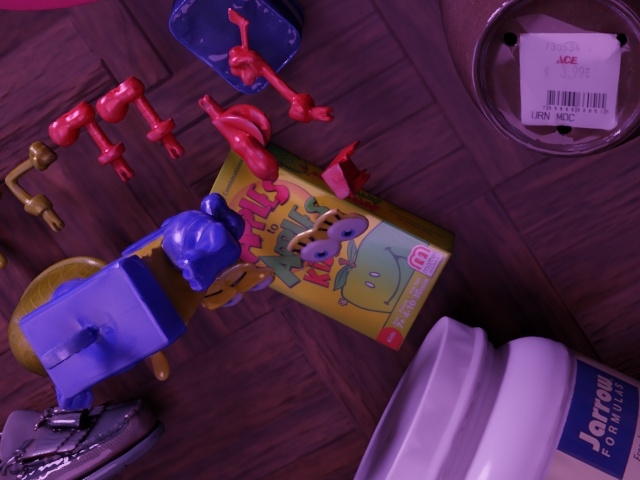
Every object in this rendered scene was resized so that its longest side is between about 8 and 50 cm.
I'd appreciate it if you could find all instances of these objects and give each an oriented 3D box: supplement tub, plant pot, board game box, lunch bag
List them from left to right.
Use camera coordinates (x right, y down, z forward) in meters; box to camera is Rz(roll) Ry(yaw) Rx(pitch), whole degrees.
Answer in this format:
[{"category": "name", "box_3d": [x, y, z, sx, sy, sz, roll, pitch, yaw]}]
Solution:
[{"category": "lunch bag", "box_3d": [-0.062, -0.162, 1.127, 0.098, 0.065, 0.067, 41, 111, -17]}, {"category": "board game box", "box_3d": [0.000, 0.000, 1.192, 0.181, 0.043, 0.092, 26, 113, -2]}, {"category": "plant pot", "box_3d": [0.165, -0.144, 0.996, 0.215, 0.230, 0.215, 6, 117, 11]}, {"category": "supplement tub", "box_3d": [0.194, 0.213, 1.140, 0.324, 0.235, 0.235, 25, 113, -2]}]

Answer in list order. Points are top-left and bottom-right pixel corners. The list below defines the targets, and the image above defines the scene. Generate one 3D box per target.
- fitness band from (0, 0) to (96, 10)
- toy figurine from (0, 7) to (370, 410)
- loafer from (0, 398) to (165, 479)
[{"category": "fitness band", "box_3d": [-0.160, -0.242, 1.040, 0.290, 0.209, 0.054, -20, 63, 23]}, {"category": "toy figurine", "box_3d": [-0.162, 0.023, 1.091, 0.362, 0.217, 0.191, -27, 104, 32]}, {"category": "loafer", "box_3d": [-0.255, 0.181, 1.280, 0.267, 0.096, 0.084, -26, 99, 20]}]
